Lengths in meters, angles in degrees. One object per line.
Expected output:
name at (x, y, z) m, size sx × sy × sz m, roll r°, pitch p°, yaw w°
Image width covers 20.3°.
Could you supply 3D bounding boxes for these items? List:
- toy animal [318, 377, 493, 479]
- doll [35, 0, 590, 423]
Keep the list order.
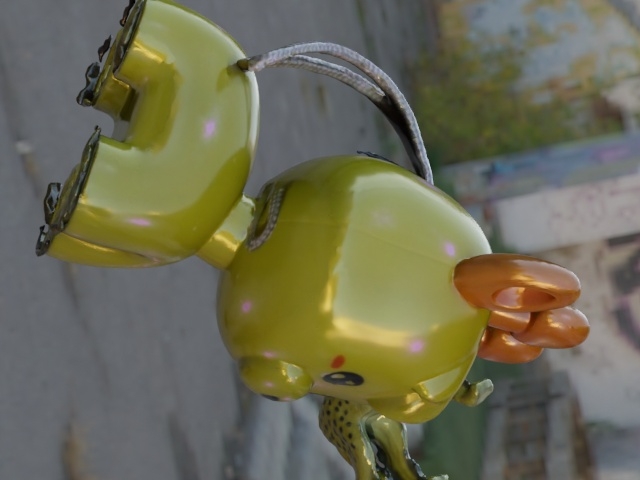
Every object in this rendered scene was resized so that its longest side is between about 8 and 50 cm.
toy animal at (0.042, 0.107, 1.243) m, size 0.136 × 0.073 × 0.181 m, roll 48°, pitch -40°, yaw 33°
doll at (0.000, 0.000, 0.713) m, size 0.143 × 0.221 × 0.135 m, roll 138°, pitch -26°, yaw -67°
